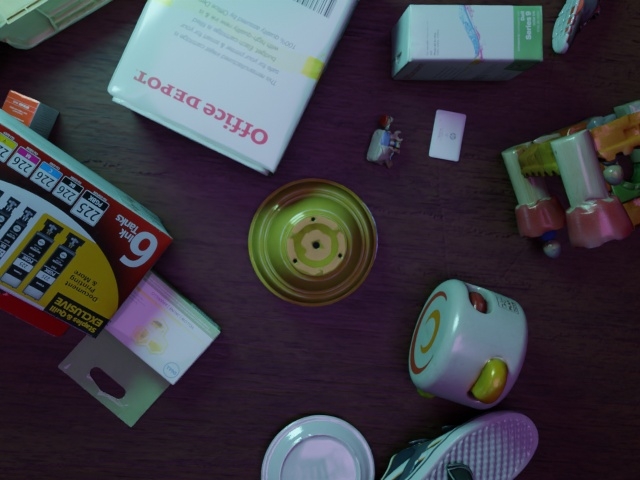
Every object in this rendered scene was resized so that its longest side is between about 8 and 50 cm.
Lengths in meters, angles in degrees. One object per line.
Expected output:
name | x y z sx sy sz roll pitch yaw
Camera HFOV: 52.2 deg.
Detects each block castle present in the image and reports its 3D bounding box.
block castle | 0.543 -0.119 1.025 0.453 0.303 0.213 -21 95 -2

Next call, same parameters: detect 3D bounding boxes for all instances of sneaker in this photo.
sneaker | 0.211 0.385 1.113 0.321 0.127 0.126 -34 97 -4
sneaker | 0.454 -0.392 1.127 0.065 0.061 0.158 20 92 -11

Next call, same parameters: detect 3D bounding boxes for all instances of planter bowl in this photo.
planter bowl | -0.009 0.006 1.058 0.217 0.090 0.217 0 93 -4

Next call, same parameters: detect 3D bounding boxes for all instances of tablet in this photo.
tablet | 0.223 -0.184 1.145 0.054 0.006 0.083 9 93 -5

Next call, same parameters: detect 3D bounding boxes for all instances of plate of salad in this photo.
plate of salad | -0.004 0.404 1.138 0.199 0.048 0.200 1 84 -10

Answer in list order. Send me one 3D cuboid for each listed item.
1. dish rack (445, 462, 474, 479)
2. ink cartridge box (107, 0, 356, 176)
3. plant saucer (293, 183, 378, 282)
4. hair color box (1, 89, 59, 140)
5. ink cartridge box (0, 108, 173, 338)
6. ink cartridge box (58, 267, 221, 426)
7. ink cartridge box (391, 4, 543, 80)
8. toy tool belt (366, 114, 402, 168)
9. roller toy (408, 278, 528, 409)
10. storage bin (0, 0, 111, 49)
dish rack | 0.125 0.475 1.009 0.271 0.074 0.208 -7 94 -7
ink cartridge box | -0.119 -0.329 1.035 0.279 0.160 0.385 26 91 -5
plant saucer | 0.000 0.000 1.122 0.195 0.037 0.195 0 93 -5
hair color box | -0.490 -0.149 1.051 0.053 0.093 0.167 23 90 -4
ink cartridge box | -0.435 0.004 0.987 0.309 0.130 0.272 37 90 -31
ink cartridge box | -0.307 0.183 1.102 0.171 0.056 0.235 42 87 -6
ink cartridge box | 0.230 -0.318 1.064 0.212 0.154 0.093 -3 93 -4
toy tool belt | 0.115 -0.169 1.122 0.051 0.052 0.083 14 96 -36
roller toy | 0.245 0.170 1.069 0.146 0.209 0.191 20 71 -6
storage bin | -0.456 -0.481 1.023 0.260 0.123 0.262 -32 95 -2
